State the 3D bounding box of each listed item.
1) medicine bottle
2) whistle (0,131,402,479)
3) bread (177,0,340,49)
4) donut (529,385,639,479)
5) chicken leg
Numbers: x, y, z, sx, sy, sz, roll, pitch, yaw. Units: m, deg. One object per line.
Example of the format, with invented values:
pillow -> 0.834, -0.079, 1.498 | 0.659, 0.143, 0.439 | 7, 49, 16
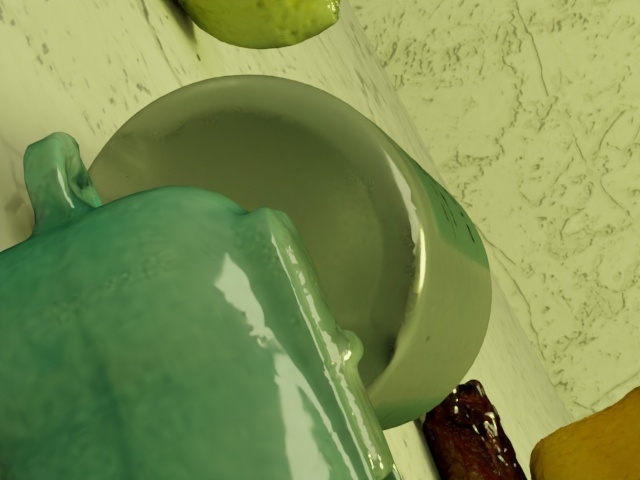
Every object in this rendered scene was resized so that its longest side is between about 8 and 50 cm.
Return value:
medicine bottle -> 0.009, 0.019, 0.641 | 0.110, 0.110, 0.352 | 64, 8, 9
whistle -> -0.007, 0.102, 0.358 | 0.186, 0.093, 0.274 | 17, 49, -80
bread -> -0.045, -0.179, 0.965 | 0.129, 0.111, 0.114 | -78, 148, -49
donut -> 0.214, 0.248, 1.080 | 0.303, 0.110, 0.303 | -17, 90, -87
chicken leg -> 0.099, 0.147, 1.026 | 0.089, 0.048, 0.219 | 56, 10, -24
